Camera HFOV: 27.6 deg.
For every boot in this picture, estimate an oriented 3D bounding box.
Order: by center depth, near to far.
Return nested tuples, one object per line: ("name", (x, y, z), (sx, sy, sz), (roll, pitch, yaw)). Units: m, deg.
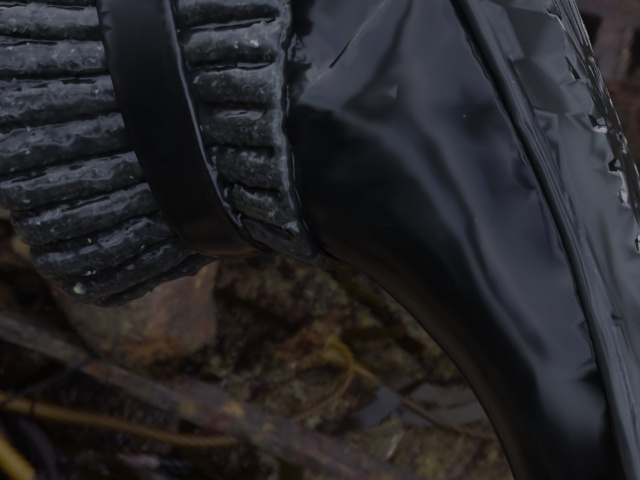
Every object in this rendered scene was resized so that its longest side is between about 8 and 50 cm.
("boot", (0.001, -0.001, 0.551), (0.131, 0.260, 0.348), (3, 67, -70))
